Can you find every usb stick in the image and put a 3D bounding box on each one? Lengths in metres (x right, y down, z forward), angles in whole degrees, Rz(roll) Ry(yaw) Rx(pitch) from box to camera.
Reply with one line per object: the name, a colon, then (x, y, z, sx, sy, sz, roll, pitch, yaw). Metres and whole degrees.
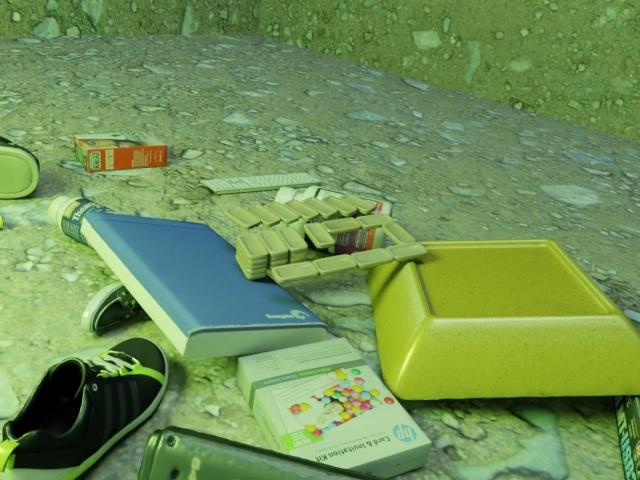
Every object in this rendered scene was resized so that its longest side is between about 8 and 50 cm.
usb stick: (-0.021, 0.226, 0.505, 0.277, 0.077, 0.045, 12, 1, 7)

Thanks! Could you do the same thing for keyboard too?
keyboard: (-0.121, -0.126, 1.249, 0.256, 0.014, 0.072, -8, 31, -32)

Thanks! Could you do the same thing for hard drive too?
hard drive: (-0.166, 0.049, 0.796, 0.210, 0.040, 0.318, 6, 21, -45)

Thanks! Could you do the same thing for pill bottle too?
pill bottle: (-0.362, -0.029, 0.910, 0.120, 0.067, 0.067, 21, 28, 22)
pill bottle: (0.019, -0.033, 1.000, 0.193, 0.108, 0.108, 14, 26, 9)

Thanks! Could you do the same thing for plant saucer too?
plant saucer: (0.240, 0.079, 0.802, 0.332, 0.081, 0.333, -1, 24, 1)

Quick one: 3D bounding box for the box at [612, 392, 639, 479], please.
box: (0.477, 0.259, 0.609, 0.293, 0.073, 0.295, 17, 26, 15)

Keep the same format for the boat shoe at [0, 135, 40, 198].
boat shoe: (-0.658, -0.149, 0.991, 0.339, 0.127, 0.113, 2, 26, -19)

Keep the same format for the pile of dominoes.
pile of dominoes: (0.000, 0.000, 0.860, 0.251, 0.040, 0.196, -9, 35, -25)

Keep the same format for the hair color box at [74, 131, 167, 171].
hair color box: (-0.421, -0.190, 1.235, 0.167, 0.053, 0.093, -12, 34, -35)

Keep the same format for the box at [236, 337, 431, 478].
box: (0.007, 0.184, 0.638, 0.145, 0.038, 0.186, -6, 31, -27)

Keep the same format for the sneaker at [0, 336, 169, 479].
sneaker: (-0.217, 0.148, 0.566, 0.084, 0.097, 0.235, 14, 26, 8)

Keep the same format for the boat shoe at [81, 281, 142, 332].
boat shoe: (-0.250, 0.078, 0.756, 0.040, 0.049, 0.142, 16, 25, 12)

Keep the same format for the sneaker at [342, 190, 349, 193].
sneaker: (0.063, -0.047, 1.119, 0.061, 0.054, 0.152, -23, 34, -34)

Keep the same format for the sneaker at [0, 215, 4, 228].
sneaker: (-0.534, -0.040, 0.917, 0.083, 0.031, 0.035, 23, 30, 27)
